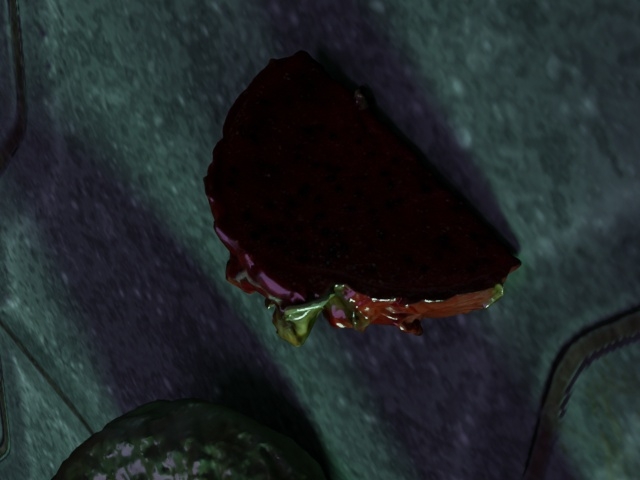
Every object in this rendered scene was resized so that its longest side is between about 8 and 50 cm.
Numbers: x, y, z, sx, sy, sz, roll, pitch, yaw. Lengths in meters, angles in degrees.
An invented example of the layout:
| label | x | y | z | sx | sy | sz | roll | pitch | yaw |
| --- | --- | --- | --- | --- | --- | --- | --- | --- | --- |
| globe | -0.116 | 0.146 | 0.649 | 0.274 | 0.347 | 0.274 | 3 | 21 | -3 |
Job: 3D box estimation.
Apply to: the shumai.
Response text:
| label | x | y | z | sx | sy | sz | roll | pitch | yaw |
| --- | --- | --- | --- | --- | --- | --- | --- | --- | --- |
| shumai | -0.064 | 0.217 | 1.098 | 0.272 | 0.203 | 0.222 | -43 | 73 | 27 |

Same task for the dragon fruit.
| label | x | y | z | sx | sy | sz | roll | pitch | yaw |
| --- | --- | --- | --- | --- | --- | --- | --- | --- | --- |
| dragon fruit | 0.000 | 0.000 | 0.782 | 0.162 | 0.106 | 0.083 | 48 | 151 | 19 |
